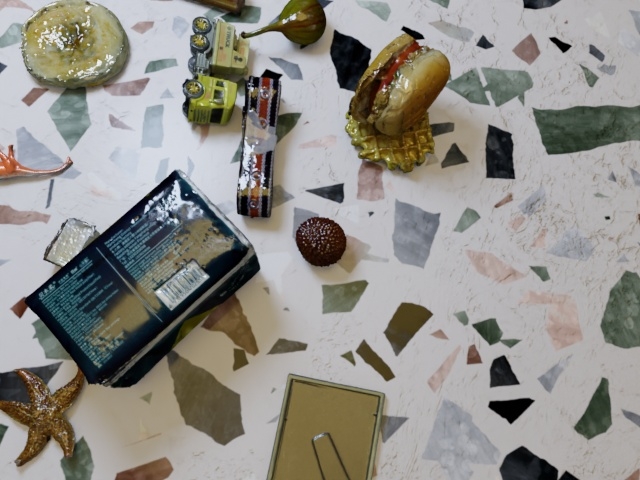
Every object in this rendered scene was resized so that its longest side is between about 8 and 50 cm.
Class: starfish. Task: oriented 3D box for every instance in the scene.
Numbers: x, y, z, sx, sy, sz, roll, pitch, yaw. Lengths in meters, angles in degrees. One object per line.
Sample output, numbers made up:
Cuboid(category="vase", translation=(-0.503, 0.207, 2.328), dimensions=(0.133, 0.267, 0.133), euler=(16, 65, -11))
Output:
Cuboid(category="starfish", translation=(-0.611, 0.376, 1.203), dimensions=(0.227, 0.043, 0.240), euler=(35, 73, 3))

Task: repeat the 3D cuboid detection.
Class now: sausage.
Cuboid(category="sausage", translation=(-0.383, -0.697, 1.466), dimensions=(0.372, 0.082, 0.082), euler=(18, 76, 0))

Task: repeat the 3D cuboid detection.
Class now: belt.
Cuboid(category="belt", translation=(-0.154, -0.233, 1.346), dimensions=(0.094, 0.126, 0.359), euler=(4, 79, -11))

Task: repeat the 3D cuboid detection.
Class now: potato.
Cuboid(category="potato", translation=(-0.580, 0.012, 1.282), dimensions=(0.086, 0.061, 0.122), euler=(24, 74, 2))

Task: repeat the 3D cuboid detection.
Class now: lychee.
Cuboid(category="lychee", translation=(-0.003, 0.001, 1.306), dimensions=(0.129, 0.123, 0.123), euler=(9, 72, -40))

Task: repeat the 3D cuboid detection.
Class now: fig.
Cuboid(category="fig", translation=(-0.095, -0.563, 1.414), dimensions=(0.236, 0.124, 0.124), euler=(-21, 79, -25))

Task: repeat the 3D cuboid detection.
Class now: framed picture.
Cuboid(category="framed picture", translation=(0.008, 0.486, 1.239), dimensions=(0.241, 0.020, 0.324), euler=(11, 76, -2))

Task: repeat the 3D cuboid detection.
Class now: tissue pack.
Cuboid(category="tissue pack", translation=(-0.367, 0.090, 1.182), dimensions=(0.264, 0.253, 0.416), euler=(44, 77, 7))

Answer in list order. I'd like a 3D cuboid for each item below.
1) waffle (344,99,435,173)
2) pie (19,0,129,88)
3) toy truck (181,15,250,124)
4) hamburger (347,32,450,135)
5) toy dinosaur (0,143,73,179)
Cuboid(category="waffle", translation=(0.181, -0.274, 1.418), dimensions=(0.229, 0.057, 0.219), euler=(-9, 76, -5))
Cuboid(category="pie", translation=(-0.636, -0.506, 1.405), dimensions=(0.274, 0.055, 0.274), euler=(1, 76, -5))
Cuboid(category="toy truck", translation=(-0.263, -0.430, 1.388), dimensions=(0.157, 0.124, 0.272), euler=(7, 72, -14))
Cuboid(category="hamburger", translation=(0.188, -0.361, 1.297), dimensions=(0.163, 0.244, 0.244), euler=(38, 76, 3))
Cuboid(category="toy dinosaur", translation=(-0.756, -0.186, 1.321), dimensions=(0.280, 0.055, 0.101), euler=(-17, 88, -10))
